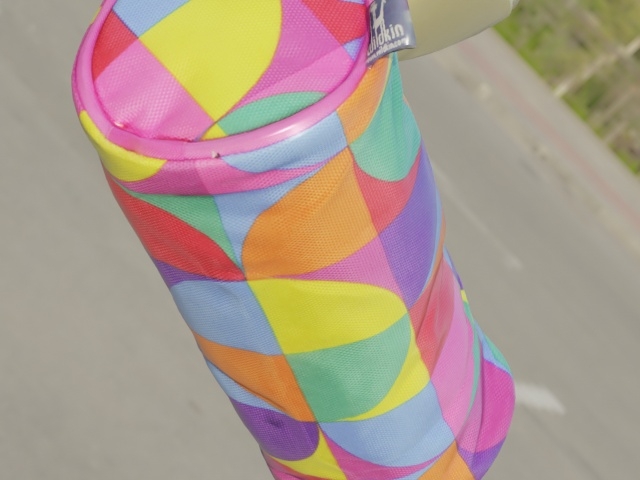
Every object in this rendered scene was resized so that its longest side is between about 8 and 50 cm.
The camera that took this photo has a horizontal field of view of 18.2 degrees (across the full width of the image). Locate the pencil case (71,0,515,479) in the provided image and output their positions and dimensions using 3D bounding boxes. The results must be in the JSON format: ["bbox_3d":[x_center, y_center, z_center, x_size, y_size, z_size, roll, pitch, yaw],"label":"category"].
[{"bbox_3d":[0.000,0.000,0.649,0.104,0.104,0.236,54,-10,38],"label":"pencil case"}]

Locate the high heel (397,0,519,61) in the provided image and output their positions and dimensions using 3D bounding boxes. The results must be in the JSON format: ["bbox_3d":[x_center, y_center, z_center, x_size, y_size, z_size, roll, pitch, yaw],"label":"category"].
[{"bbox_3d":[-0.010,-0.174,0.879,0.261,0.093,0.186,1,56,-55],"label":"high heel"}]
